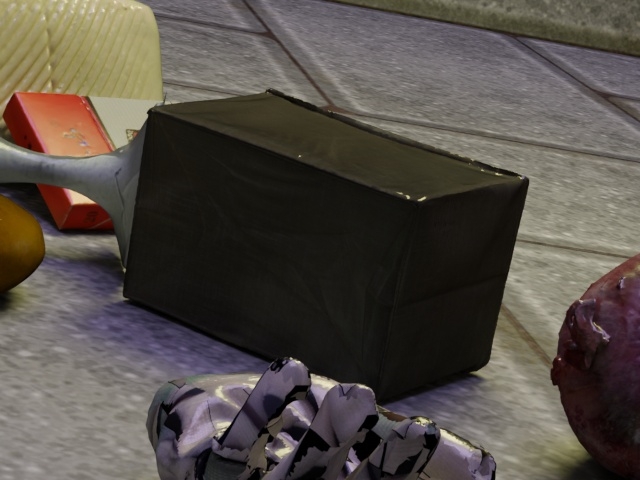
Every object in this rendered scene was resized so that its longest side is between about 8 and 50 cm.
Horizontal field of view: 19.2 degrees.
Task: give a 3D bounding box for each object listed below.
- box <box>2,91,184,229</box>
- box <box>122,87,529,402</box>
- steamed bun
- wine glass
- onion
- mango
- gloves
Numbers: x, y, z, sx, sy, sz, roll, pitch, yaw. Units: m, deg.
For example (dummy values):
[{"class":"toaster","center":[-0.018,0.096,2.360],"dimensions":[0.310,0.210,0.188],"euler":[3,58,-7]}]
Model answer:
[{"class":"box","center":[-0.136,-0.065,1.601],"dimensions":[0.245,0.035,0.139],"euler":[2,45,-39]},{"class":"box","center":[0.000,0.000,1.337],"dimensions":[0.231,0.155,0.149],"euler":[22,20,31]},{"class":"steamed bun","center":[-0.261,-0.143,1.672],"dimensions":[0.238,0.170,0.152],"euler":[-3,2,-43]},{"class":"wine glass","center":[-0.272,-0.070,1.406],"dimensions":[0.321,0.143,0.143],"euler":[11,14,-5]},{"class":"onion","center":[0.226,0.088,1.213],"dimensions":[0.159,0.160,0.195],"euler":[13,-15,6]},{"class":"mango","center":[-0.262,-0.002,1.265],"dimensions":[0.178,0.090,0.115],"euler":[12,4,-33]},{"class":"gloves","center":[-0.002,0.120,0.971],"dimensions":[0.127,0.111,0.212],"euler":[32,-2,-34]}]
